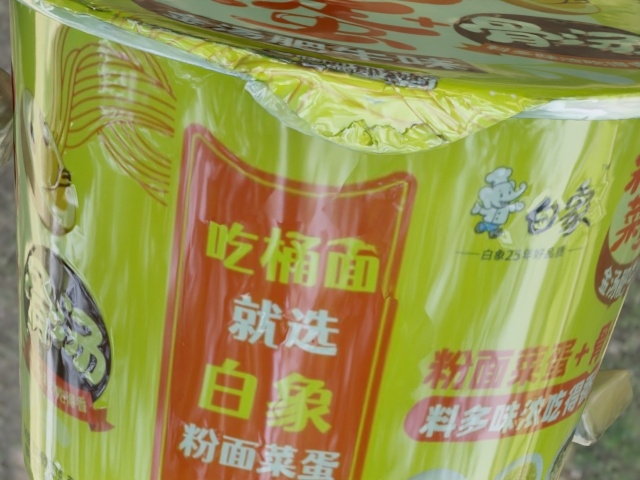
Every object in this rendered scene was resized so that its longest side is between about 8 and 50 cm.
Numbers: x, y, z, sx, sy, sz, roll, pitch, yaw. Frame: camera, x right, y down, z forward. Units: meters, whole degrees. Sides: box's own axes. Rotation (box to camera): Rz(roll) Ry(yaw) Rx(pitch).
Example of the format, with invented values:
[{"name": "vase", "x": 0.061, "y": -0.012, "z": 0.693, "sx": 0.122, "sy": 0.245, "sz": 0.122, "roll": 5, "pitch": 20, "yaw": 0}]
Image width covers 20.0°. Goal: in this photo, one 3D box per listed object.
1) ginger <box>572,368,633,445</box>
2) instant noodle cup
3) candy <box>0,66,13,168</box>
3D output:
[{"name": "ginger", "x": 0.060, "y": 0.017, "z": 1.127, "sx": 0.358, "sy": 0.211, "sz": 0.413, "roll": -42, "pitch": 152, "yaw": 16}, {"name": "instant noodle cup", "x": 0.000, "y": 0.000, "z": 0.759, "sx": 0.311, "sy": 0.311, "sz": 0.221, "roll": 14, "pitch": 109, "yaw": 15}, {"name": "candy", "x": -0.399, "y": -0.108, "z": 1.704, "sx": 0.102, "sy": 0.234, "sz": 0.104, "roll": 65, "pitch": 152, "yaw": 22}]
